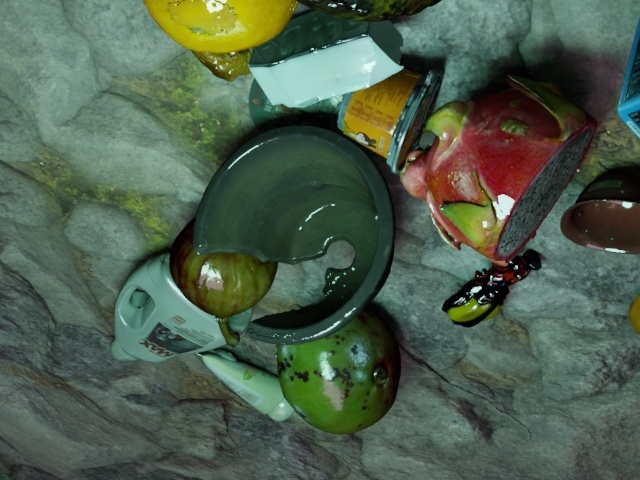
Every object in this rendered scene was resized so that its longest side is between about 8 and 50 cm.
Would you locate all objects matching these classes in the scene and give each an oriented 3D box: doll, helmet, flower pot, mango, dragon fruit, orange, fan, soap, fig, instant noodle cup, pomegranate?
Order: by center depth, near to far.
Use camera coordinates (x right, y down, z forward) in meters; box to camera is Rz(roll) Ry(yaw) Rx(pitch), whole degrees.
[{"bbox_3d":[-0.139,-0.386,1.436,0.246,0.246,0.246,9,140,8],"label":"orange"},{"bbox_3d":[0.010,-0.296,1.569,0.230,0.145,0.091,-16,131,25],"label":"soap"},{"bbox_3d":[0.267,-0.128,1.594,0.226,0.305,0.305,37,146,22],"label":"dragon fruit"},{"bbox_3d":[0.105,-0.213,1.636,0.125,0.177,0.208,24,122,10],"label":"instant noodle cup"},{"bbox_3d":[0.502,-0.057,1.727,0.175,0.106,0.155,-19,131,41],"label":"helmet"},{"bbox_3d":[-0.003,-0.210,1.780,0.294,0.012,0.223,40,135,-25],"label":"fan"},{"bbox_3d":[0.000,0.000,1.796,0.379,0.379,0.251,-7,166,25],"label":"flower pot"},{"bbox_3d":[0.646,0.143,1.933,0.105,0.084,0.159,25,139,-3],"label":"mango"},{"bbox_3d":[0.325,0.100,1.982,0.127,0.088,0.248,29,135,-16],"label":"doll"},{"bbox_3d":[-0.186,0.100,2.010,0.217,0.217,0.321,7,126,9],"label":"fig"},{"bbox_3d":[0.004,0.257,2.131,0.323,0.291,0.291,9,141,20],"label":"pomegranate"}]

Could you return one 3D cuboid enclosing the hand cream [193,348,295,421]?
[{"bbox_3d":[-0.190,0.328,2.399,0.306,0.093,0.147,33,174,-21],"label":"hand cream"}]

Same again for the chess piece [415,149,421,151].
[{"bbox_3d":[0.177,-0.123,1.807,0.042,0.042,0.093,3,132,14],"label":"chess piece"}]

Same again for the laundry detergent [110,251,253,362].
[{"bbox_3d":[-0.360,0.173,2.258,0.264,0.124,0.398,34,139,-25],"label":"laundry detergent"}]

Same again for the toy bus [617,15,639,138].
[{"bbox_3d":[0.500,-0.253,1.398,0.113,0.246,0.134,37,147,-25],"label":"toy bus"}]

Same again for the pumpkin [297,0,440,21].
[{"bbox_3d":[0.069,-0.436,1.294,0.320,0.192,0.320,-7,112,-17],"label":"pumpkin"}]

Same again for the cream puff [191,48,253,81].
[{"bbox_3d":[-0.151,-0.314,1.641,0.122,0.094,0.116,44,175,-21],"label":"cream puff"}]
